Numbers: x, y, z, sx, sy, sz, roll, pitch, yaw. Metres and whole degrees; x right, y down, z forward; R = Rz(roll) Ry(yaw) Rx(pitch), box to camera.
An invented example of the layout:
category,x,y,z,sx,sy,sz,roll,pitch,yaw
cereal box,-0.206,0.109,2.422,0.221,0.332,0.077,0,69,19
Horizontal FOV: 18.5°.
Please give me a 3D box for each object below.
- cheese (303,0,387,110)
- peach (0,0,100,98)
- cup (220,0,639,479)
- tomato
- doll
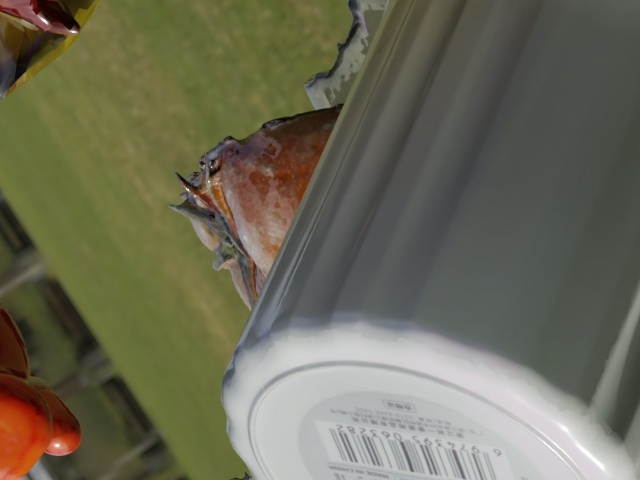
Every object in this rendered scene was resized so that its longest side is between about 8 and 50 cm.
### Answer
category,x,y,z,sx,sy,sz,roll,pitch,yaw
cheese,0.093,-0.098,1.524,0.249,0.071,0.163,48,127,1
peach,-0.075,-0.272,0.705,0.335,0.406,0.310,-15,120,44
cup,0.074,0.024,0.703,0.166,0.202,0.221,8,140,24
tomato,0.000,0.000,1.417,0.214,0.180,0.155,118,133,-75
doll,-0.226,0.040,1.008,0.199,0.105,0.336,35,177,-22
